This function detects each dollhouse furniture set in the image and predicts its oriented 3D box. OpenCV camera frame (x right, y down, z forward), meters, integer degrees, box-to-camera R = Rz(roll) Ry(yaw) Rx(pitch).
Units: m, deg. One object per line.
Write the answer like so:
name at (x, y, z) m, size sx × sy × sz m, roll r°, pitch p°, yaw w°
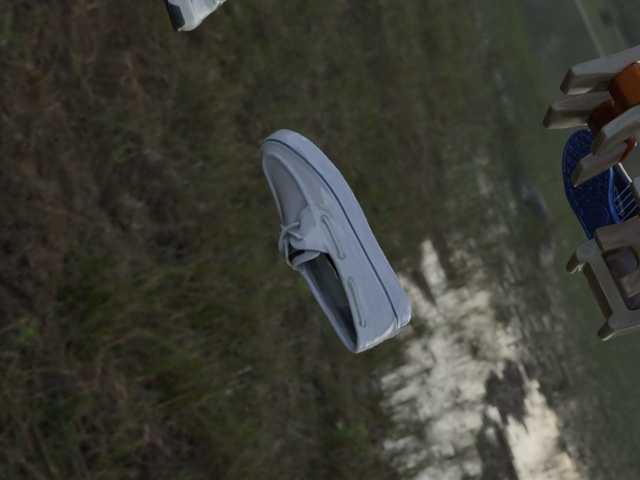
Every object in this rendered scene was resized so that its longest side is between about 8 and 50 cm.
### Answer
dollhouse furniture set at (0.294, -0.007, 0.943) m, size 0.259 × 0.135 × 0.262 m, roll 89°, pitch -21°, yaw -73°

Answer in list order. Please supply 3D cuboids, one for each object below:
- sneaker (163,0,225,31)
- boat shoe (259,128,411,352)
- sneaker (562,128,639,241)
sneaker at (-0.095, -0.241, 1.054) m, size 0.161 × 0.075 × 0.057 m, roll -80°, pitch 156°, yaw -56°
boat shoe at (0.000, 0.000, 1.263) m, size 0.084 × 0.095 × 0.258 m, roll -30°, pitch 82°, yaw -33°
sneaker at (0.402, -0.041, 1.598) m, size 0.090 × 0.081 × 0.232 m, roll 0°, pitch 70°, yaw -44°
